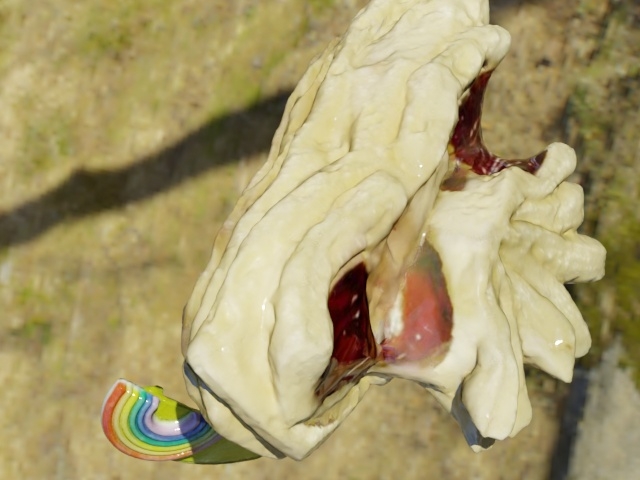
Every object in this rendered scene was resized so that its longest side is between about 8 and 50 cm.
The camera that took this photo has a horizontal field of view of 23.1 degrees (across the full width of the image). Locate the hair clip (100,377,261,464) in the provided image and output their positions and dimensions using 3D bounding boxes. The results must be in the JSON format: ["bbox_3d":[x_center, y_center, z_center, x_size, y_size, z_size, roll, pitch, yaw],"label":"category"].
[{"bbox_3d":[-0.097,0.147,1.181,0.060,0.188,0.033,-44,51,22],"label":"hair clip"}]

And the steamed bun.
[{"bbox_3d":[0.080,0.006,1.093,0.189,0.247,0.428,2,40,28],"label":"steamed bun"}]
